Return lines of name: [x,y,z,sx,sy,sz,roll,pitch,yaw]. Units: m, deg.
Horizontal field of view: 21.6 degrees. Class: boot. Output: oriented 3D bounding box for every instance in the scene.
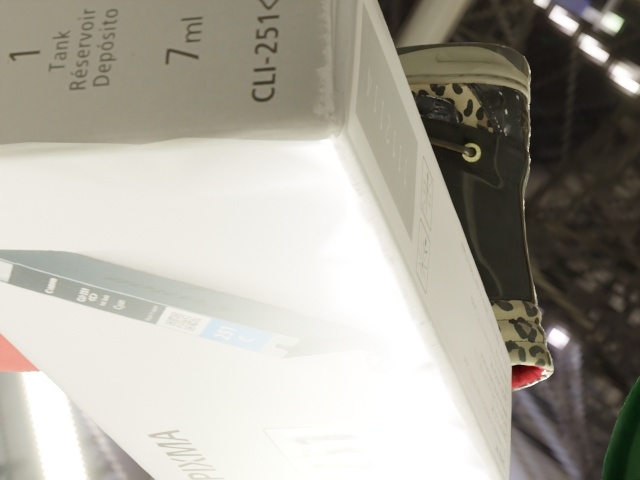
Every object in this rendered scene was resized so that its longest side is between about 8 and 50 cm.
boot: [0.001,-0.001,0.862,0.236,0.178,0.085,-8,161,6]

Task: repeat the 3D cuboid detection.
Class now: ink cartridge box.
ink cartridge box: [-0.084,0.015,0.564,0.261,0.066,0.296,-2,154,14]

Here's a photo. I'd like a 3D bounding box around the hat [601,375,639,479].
hat: [0.147,0.048,0.473,0.208,0.173,0.183,37,174,40]
